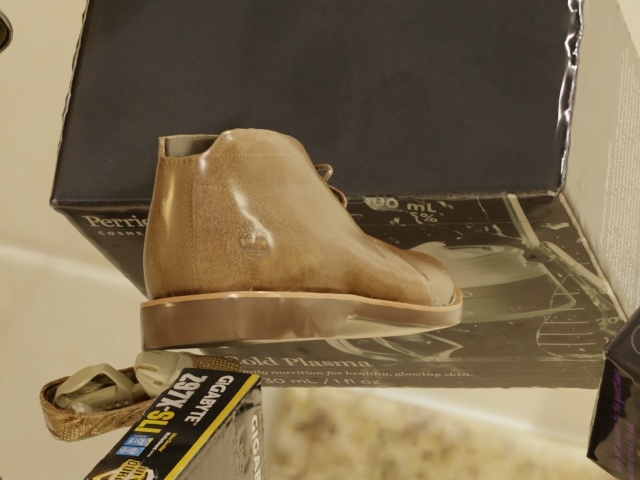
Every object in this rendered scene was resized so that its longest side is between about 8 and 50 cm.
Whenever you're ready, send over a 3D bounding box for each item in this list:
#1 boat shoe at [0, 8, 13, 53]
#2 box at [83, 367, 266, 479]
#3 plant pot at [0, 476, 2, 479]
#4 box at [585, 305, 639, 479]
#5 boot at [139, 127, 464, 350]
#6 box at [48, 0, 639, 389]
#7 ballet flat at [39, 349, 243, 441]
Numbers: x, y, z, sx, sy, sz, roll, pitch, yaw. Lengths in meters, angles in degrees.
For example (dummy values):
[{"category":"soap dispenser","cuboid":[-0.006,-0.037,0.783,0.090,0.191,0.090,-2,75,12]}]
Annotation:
[{"category":"boat shoe","cuboid":[-0.242,-0.132,1.122,0.073,0.080,0.223,25,11,10]},{"category":"box","cuboid":[-0.112,0.299,1.547,0.079,0.322,0.257,4,21,19]},{"category":"plant pot","cuboid":[-0.289,0.248,1.345,0.174,0.191,0.191,-15,13,-18]},{"category":"box","cuboid":[0.292,0.105,0.990,0.270,0.165,0.143,37,-20,20]},{"category":"boot","cuboid":[0.000,0.000,1.071,0.112,0.115,0.305,-8,-6,24]},{"category":"box","cuboid":[0.068,-0.065,1.898,0.480,0.297,0.472,-1,-26,21]},{"category":"ballet flat","cuboid":[-0.175,0.139,1.837,0.206,0.067,0.073,-18,38,15]}]
